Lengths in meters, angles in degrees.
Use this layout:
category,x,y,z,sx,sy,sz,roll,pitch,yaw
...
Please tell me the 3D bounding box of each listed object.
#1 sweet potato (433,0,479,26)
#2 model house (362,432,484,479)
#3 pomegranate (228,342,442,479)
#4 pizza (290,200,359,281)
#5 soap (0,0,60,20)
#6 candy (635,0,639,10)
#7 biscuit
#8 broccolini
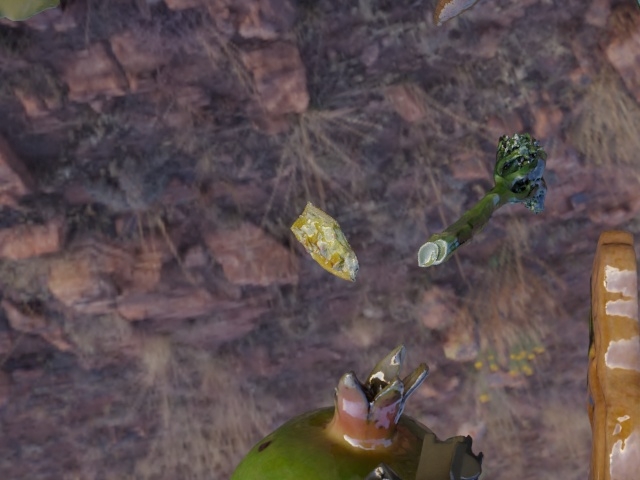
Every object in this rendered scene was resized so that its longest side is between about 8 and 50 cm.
category,x,y,z,sx,sy,sz,roll,pitch,yaw
sweet potato,0.150,-0.304,0.925,0.067,0.059,0.281,-27,153,-5
model house,0.062,0.271,0.744,0.204,0.243,0.211,-6,139,35
pomegranate,0.018,0.282,1.042,0.290,0.323,0.291,-14,-165,4
pizza,-0.001,0.000,1.314,0.035,0.160,0.099,-34,135,-20
soap,-0.382,-0.304,0.770,0.293,0.335,0.156,-15,134,-14
candy,0.321,-0.414,1.082,0.119,0.440,0.119,-27,-165,8
biscuit,0.255,0.165,0.803,0.047,0.334,0.202,-2,157,15
broccolini,0.141,-0.031,0.723,0.057,0.071,0.254,-52,173,29
